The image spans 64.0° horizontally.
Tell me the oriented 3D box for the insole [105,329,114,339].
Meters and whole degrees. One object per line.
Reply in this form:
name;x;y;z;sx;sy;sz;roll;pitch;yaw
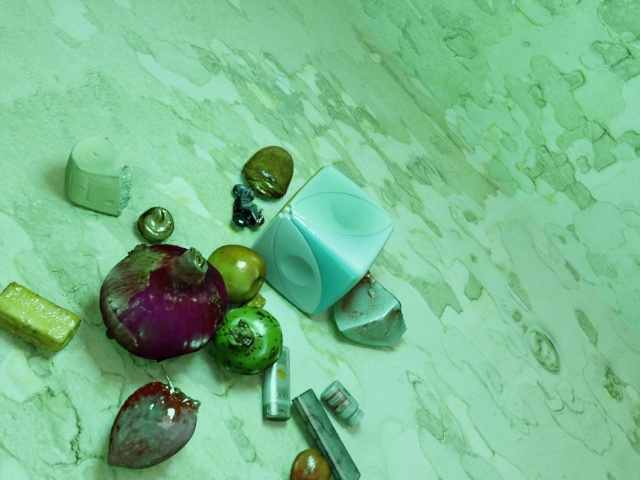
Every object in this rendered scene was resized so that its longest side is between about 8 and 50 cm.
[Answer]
insole;-0.540;0.266;1.458;0.135;0.002;0.045;8;55;-30

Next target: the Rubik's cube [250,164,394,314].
Rubik's cube;0.000;0.000;1.780;0.351;0.352;0.347;43;45;-5

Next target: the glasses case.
glasses case;0.015;0.599;1.554;0.299;0.060;0.114;58;14;13

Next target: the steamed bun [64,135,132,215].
steamed bun;-0.657;-0.211;1.554;0.200;0.225;0.170;20;50;-21

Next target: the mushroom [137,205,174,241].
mushroom;-0.526;-0.054;1.638;0.126;0.085;0.109;-42;123;-47

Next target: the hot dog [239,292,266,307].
hot dog;-0.228;0.218;1.689;0.056;0.041;0.133;47;38;2

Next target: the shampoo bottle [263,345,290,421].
shampoo bottle;-0.135;0.437;1.583;0.086;0.056;0.227;20;50;-29

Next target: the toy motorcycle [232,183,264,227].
toy motorcycle;-0.263;-0.123;1.870;0.122;0.082;0.213;21;41;-30

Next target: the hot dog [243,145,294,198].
hot dog;-0.195;-0.270;1.998;0.196;0.122;0.272;33;31;-12

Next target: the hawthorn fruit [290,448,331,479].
hawthorn fruit;-0.028;0.664;1.462;0.128;0.128;0.128;18;51;-24

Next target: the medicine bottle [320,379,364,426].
medicine bottle;0.073;0.527;1.649;0.140;0.079;0.079;49;45;4

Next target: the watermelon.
watermelon;0.176;0.243;1.829;0.290;0.214;0.319;-19;83;-40

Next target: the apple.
apple;-0.275;0.103;1.632;0.196;0.196;0.195;18;51;-24

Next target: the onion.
onion;-0.395;0.138;1.381;0.348;0.385;0.347;22;46;-25

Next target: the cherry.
cherry;-0.425;0.466;1.278;0.192;0.175;0.250;40;46;9

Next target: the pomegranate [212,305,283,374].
pomegranate;-0.216;0.292;1.504;0.211;0.263;0.210;0;77;0

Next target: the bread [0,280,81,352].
bread;-0.735;0.199;1.311;0.211;0.083;0.114;34;41;-10
